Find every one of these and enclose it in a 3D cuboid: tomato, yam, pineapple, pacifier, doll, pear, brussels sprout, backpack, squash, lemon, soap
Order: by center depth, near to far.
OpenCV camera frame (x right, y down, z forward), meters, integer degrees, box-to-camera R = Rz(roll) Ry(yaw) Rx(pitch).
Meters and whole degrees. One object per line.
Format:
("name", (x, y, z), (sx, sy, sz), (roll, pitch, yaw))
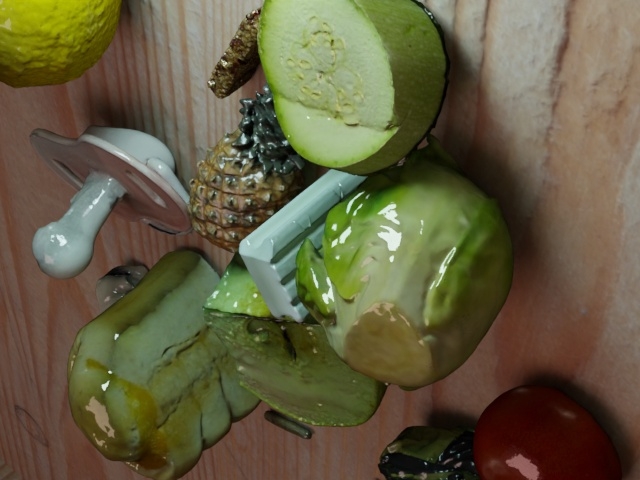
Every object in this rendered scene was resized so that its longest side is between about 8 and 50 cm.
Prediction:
("squash", (0.024, -0.174, 1.433), (0.220, 0.133, 0.220), (3, 95, 39))
("brussels sprout", (0.098, 0.029, 1.536), (0.227, 0.294, 0.259), (27, 130, -12))
("tomato", (0.283, 0.279, 1.672), (0.195, 0.136, 0.195), (33, 146, 27))
("soap", (0.000, 0.000, 1.681), (0.066, 0.198, 0.119), (1, 125, 52))
("pineapple", (-0.080, -0.114, 1.728), (0.158, 0.158, 0.278), (41, 137, 15))
("lemon", (-0.390, -0.344, 1.760), (0.268, 0.268, 0.322), (48, 162, 4))
("pear", (0.007, 0.133, 1.851), (0.286, 0.176, 0.282), (5, 136, 31))
("backpack", (0.198, 0.362, 1.879), (0.253, 0.140, 0.207), (12, 131, 42))
("pacifier", (-0.339, -0.076, 2.052), (0.332, 0.273, 0.220), (10, 116, 48))
("yam", (-0.057, 0.323, 2.305), (0.116, 0.021, 0.021), (20, 139, 44))
("doll", (-0.352, 0.140, 2.372), (0.149, 0.095, 0.192), (144, 121, -62))

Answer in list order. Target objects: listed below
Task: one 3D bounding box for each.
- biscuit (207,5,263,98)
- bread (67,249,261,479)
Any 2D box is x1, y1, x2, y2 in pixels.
("biscuit", (-0.093, -0.242, 1.671), (0.034, 0.064, 0.199), (49, 151, 3))
("bread", (-0.275, 0.226, 2.174), (0.210, 0.341, 0.300), (-9, 121, 49))
